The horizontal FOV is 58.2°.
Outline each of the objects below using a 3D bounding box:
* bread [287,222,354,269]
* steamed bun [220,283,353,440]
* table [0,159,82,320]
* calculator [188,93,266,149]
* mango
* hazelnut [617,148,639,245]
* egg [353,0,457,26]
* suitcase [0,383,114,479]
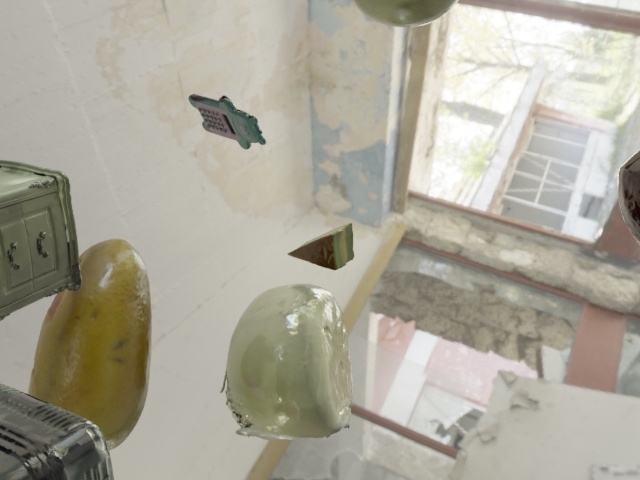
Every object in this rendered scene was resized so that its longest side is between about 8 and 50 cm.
[{"bbox_3d":[-0.004,-0.001,1.203,0.074,0.139,0.084,-31,-55,-41],"label":"bread"},{"bbox_3d":[-0.069,0.248,1.178,0.334,0.232,0.312,55,-151,-67],"label":"steamed bun"},{"bbox_3d":[-0.193,0.003,0.327,0.083,0.062,0.079,-35,-48,-57],"label":"table"},{"bbox_3d":[-0.134,-0.172,0.835,0.019,0.141,0.094,-51,-38,-24],"label":"calculator"},{"bbox_3d":[-0.355,0.174,0.926,0.253,0.182,0.365,-135,62,-65],"label":"mango"},{"bbox_3d":[0.468,-0.064,0.642,0.234,0.218,0.218,-44,0,36],"label":"hazelnut"},{"bbox_3d":[0.182,-0.552,1.225,0.188,0.253,0.189,7,-98,-62],"label":"egg"},{"bbox_3d":[-0.263,0.283,0.484,0.128,0.202,0.313,-24,-65,-54],"label":"suitcase"}]
